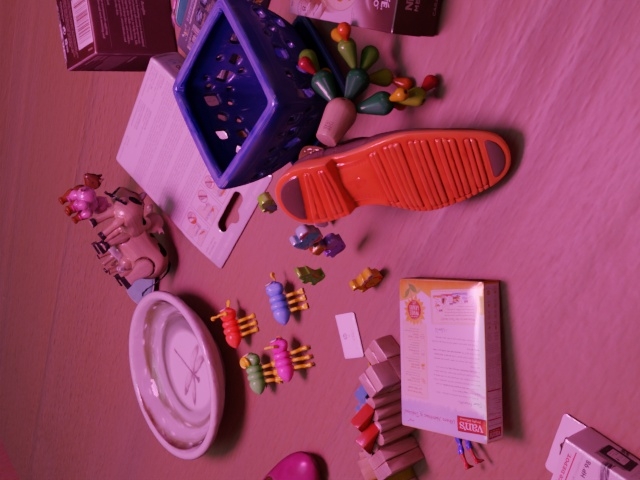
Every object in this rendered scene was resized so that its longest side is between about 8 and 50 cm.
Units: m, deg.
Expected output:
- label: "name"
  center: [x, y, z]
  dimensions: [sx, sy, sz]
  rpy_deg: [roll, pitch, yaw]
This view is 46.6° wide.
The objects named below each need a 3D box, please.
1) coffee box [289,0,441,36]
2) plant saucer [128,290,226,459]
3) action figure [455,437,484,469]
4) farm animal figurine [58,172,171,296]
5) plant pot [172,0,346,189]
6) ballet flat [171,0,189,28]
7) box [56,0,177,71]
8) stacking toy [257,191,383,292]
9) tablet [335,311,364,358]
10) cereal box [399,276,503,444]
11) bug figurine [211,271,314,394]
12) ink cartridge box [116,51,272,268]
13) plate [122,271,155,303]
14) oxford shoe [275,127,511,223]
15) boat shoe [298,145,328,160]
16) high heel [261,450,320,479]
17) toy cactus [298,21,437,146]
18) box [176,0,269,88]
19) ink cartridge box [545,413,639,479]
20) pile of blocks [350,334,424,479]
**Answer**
- label: "coffee box"
  center: [0.070, -0.406, 1.158]
  dimensions: [0.246, 0.098, 0.141]
  rpy_deg: [27, 116, 44]
- label: "plant saucer"
  center: [-0.323, 0.310, 1.767]
  dimensions: [0.400, 0.100, 0.401]
  rpy_deg: [12, 107, 47]
- label: "action figure"
  center: [0.220, 0.303, 1.183]
  dimensions: [0.038, 0.030, 0.115]
  rpy_deg: [-46, 58, 38]
- label: "farm animal figurine"
  center: [-0.450, -0.031, 1.737]
  dimensions: [0.330, 0.172, 0.327]
  rpy_deg: [27, 147, 52]
- label: "plant pot"
  center: [-0.092, -0.254, 1.293]
  dimensions: [0.236, 0.212, 0.236]
  rpy_deg: [-47, 63, 43]
- label: "ballet flat"
  center: [-0.271, -0.556, 1.558]
  dimensions: [0.079, 0.076, 0.222]
  rpy_deg: [-117, 39, -48]
- label: "box"
  center: [-0.462, -0.483, 1.687]
  dimensions: [0.167, 0.203, 0.169]
  rpy_deg: [-6, 93, 50]
- label: "stacking toy"
  center: [0.000, 0.000, 1.240]
  dimensions: [0.052, 0.221, 0.167]
  rpy_deg: [-43, 61, 22]
- label: "tablet"
  center: [0.053, 0.176, 1.371]
  dimensions: [0.054, 0.006, 0.083]
  rpy_deg: [-17, 84, 50]
- label: "cereal box"
  center: [0.199, 0.179, 1.152]
  dimensions: [0.173, 0.047, 0.240]
  rpy_deg: [0, 92, 49]
- label: "bug figurine"
  center: [-0.121, 0.199, 1.529]
  dimensions: [0.279, 0.072, 0.216]
  rpy_deg: [-32, 74, 47]
- label: "ink cartridge box"
  center: [-0.271, -0.175, 1.648]
  dimensions: [0.385, 0.091, 0.308]
  rpy_deg: [45, 130, 13]
- label: "plate"
  center: [-0.476, 0.076, 1.958]
  dimensions: [0.188, 0.024, 0.188]
  rpy_deg: [14, 109, 47]
- label: "oxford shoe"
  center: [0.109, -0.123, 1.132]
  dimensions: [0.363, 0.133, 0.130]
  rpy_deg: [-6, 122, 25]
- label: "boat shoe"
  center: [0.048, -0.127, 1.275]
  dimensions: [0.170, 0.059, 0.063]
  rpy_deg: [23, 109, 22]
- label: "high heel"
  center: [-0.132, 0.571, 1.533]
  dimensions: [0.127, 0.181, 0.377]
  rpy_deg: [51, 132, 30]
- label: "toy cactus"
  center: [0.052, -0.228, 1.133]
  dimensions: [0.218, 0.181, 0.112]
  rpy_deg: [25, 163, 6]
- label: "box"
  center: [-0.197, -0.448, 1.493]
  dimensions: [0.183, 0.059, 0.233]
  rpy_deg: [48, 130, 29]
- label: "ink cartridge box"
  center: [0.370, 0.326, 0.986]
  dimensions: [0.180, 0.060, 0.104]
  rpy_deg: [32, 121, 42]
- label: "pile of blocks"
  center: [0.091, 0.351, 1.280]
  dimensions: [0.148, 0.112, 0.363]
  rpy_deg: [-6, 93, 50]
